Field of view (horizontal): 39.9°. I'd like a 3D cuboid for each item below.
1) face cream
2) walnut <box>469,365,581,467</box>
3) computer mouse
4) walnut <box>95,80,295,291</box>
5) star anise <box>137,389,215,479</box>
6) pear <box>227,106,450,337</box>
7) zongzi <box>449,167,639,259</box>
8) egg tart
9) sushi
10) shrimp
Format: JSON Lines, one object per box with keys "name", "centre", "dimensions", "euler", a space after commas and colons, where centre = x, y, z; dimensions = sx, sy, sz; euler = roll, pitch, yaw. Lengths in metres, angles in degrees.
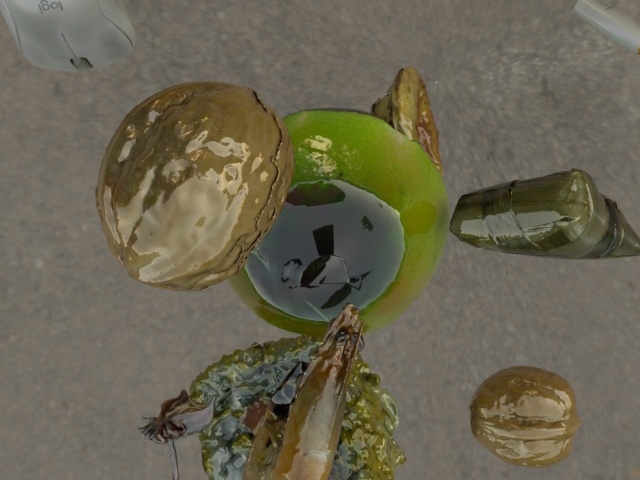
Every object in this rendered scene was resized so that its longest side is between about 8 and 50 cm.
{"name": "face cream", "centre": [0.560, -0.399, 1.653], "dimensions": [0.182, 0.072, 0.051], "euler": [41, 125, 24]}
{"name": "walnut", "centre": [0.309, 0.266, 1.340], "dimensions": [0.166, 0.149, 0.166], "euler": [4, 102, 17]}
{"name": "computer mouse", "centre": [-0.377, -0.345, 1.299], "dimensions": [0.184, 0.121, 0.297], "euler": [-9, 144, -6]}
{"name": "walnut", "centre": [-0.131, -0.060, 0.931], "dimensions": [0.198, 0.198, 0.245], "euler": [30, 75, 1]}
{"name": "star anise", "centre": [-0.225, 0.390, 1.492], "dimensions": [0.148, 0.218, 0.227], "euler": [-11, 104, 18]}
{"name": "pear", "centre": [0.003, 0.003, 1.342], "dimensions": [0.399, 0.165, 0.399], "euler": [4, 112, 9]}
{"name": "zongzi", "centre": [0.335, -0.018, 1.295], "dimensions": [0.221, 0.242, 0.112], "euler": [-3, 70, 43]}
{"name": "egg tart", "centre": [0.144, -0.172, 1.489], "dimensions": [0.106, 0.241, 0.241], "euler": [-9, 99, 18]}
{"name": "sushi", "centre": [-0.032, 0.369, 1.653], "dimensions": [0.351, 0.240, 0.396], "euler": [-20, 73, 11]}
{"name": "shrimp", "centre": [-0.023, 0.206, 1.052], "dimensions": [0.063, 0.152, 0.287], "euler": [23, 85, -29]}
